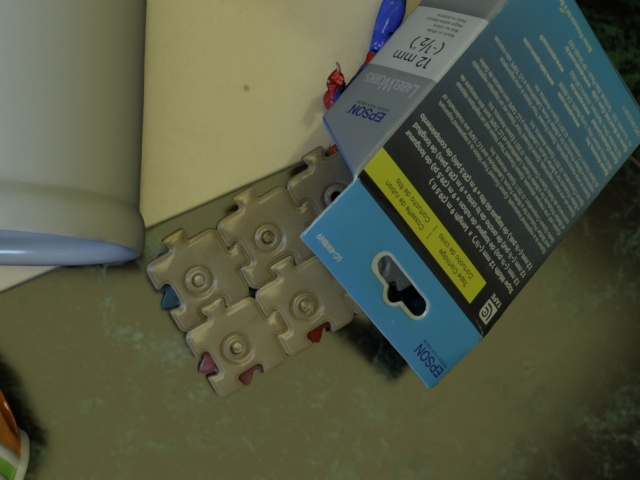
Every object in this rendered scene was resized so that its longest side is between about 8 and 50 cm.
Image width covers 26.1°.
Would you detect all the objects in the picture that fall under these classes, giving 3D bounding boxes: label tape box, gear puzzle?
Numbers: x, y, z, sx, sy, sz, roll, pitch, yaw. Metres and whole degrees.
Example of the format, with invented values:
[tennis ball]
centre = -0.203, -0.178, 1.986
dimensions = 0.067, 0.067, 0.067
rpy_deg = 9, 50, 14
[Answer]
[label tape box]
centre = 0.129, -0.071, 1.303
dimensions = 0.348, 0.115, 0.249
rpy_deg = -49, 127, -11
[gear puzzle]
centre = 0.000, 0.000, 1.378
dimensions = 0.339, 0.044, 0.175
rpy_deg = -31, 106, -8

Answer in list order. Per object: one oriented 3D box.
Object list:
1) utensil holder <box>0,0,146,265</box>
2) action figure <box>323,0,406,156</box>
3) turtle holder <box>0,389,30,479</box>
[utensil holder]
centre = -0.314, -0.183, 1.222
dimensions = 0.327, 0.327, 0.385
rpy_deg = 1, 84, -7
[action figure]
centre = 0.079, -0.204, 1.367
dimensions = 0.091, 0.139, 0.280
rpy_deg = 26, 86, -4
[turtle holder]
centre = -0.402, 0.226, 1.224
dimensions = 0.227, 0.243, 0.320
rpy_deg = 25, 74, -22
